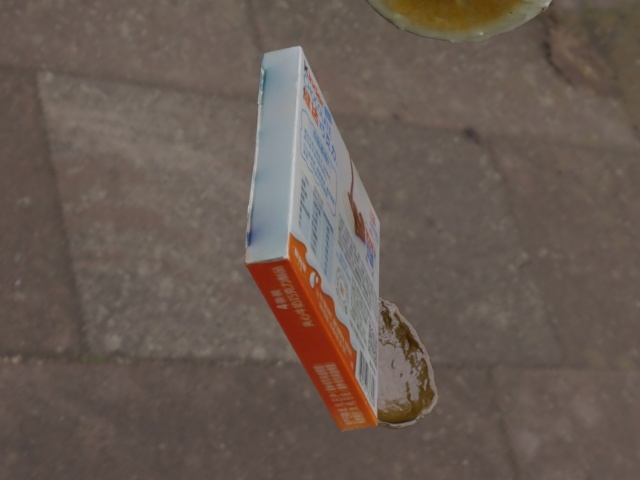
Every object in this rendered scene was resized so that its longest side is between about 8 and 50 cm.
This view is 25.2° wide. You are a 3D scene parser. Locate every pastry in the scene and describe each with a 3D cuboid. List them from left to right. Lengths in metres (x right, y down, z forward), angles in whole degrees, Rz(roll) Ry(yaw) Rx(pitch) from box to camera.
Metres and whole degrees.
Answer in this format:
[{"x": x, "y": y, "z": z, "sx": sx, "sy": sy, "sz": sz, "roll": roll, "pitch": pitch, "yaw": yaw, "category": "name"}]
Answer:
[{"x": 0.092, "y": -0.207, "z": 0.949, "sx": 0.166, "sy": 0.166, "sz": 0.088, "roll": 23, "pitch": 50, "yaw": -22, "category": "pastry"}]

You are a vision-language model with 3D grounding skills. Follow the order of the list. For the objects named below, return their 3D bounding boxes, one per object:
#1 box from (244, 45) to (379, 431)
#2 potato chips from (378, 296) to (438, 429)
[{"x": 0.000, "y": 0.000, "z": 1.365, "sx": 0.273, "sy": 0.048, "sz": 0.265, "roll": 63, "pitch": 23, "yaw": -45, "category": "box"}, {"x": 0.079, "y": 0.175, "z": 1.983, "sx": 0.150, "sy": 0.049, "sz": 0.201, "roll": -24, "pitch": 63, "yaw": -22, "category": "potato chips"}]
